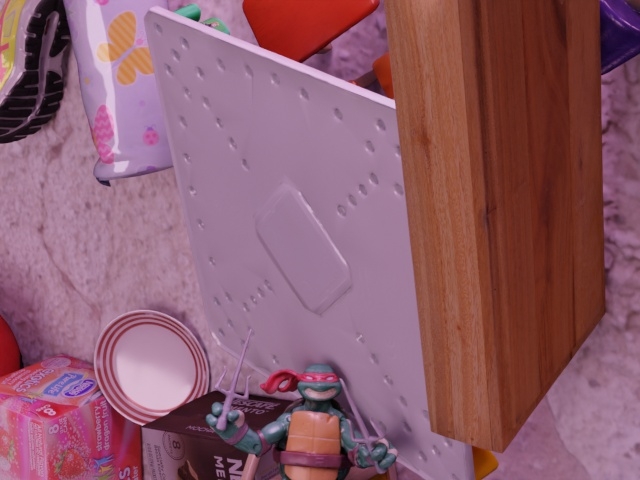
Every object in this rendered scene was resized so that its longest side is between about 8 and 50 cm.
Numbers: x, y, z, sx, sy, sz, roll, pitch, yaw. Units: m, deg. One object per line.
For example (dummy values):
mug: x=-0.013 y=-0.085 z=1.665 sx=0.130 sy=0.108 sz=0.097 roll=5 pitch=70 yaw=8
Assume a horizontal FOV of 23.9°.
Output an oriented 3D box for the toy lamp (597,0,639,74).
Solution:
toy lamp: x=0.278 y=-0.230 z=1.141 sx=0.080 sy=0.080 sz=0.274 roll=52 pitch=132 yaw=16

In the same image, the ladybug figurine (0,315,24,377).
ladybug figurine: x=-0.504 y=0.215 z=1.936 sx=0.305 sy=0.162 sz=0.449 roll=54 pitch=132 yaw=15

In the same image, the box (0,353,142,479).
box: x=-0.312 y=0.308 z=1.803 sx=0.142 sy=0.154 sz=0.300 roll=16 pitch=113 yaw=38

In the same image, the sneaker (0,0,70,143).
sneaker: x=-0.342 y=-0.206 z=1.714 sx=0.094 sy=0.081 sz=0.208 roll=44 pitch=123 yaw=31

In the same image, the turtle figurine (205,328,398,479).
turtle figurine: x=-0.008 y=0.200 z=1.390 sx=0.175 sy=0.118 sz=0.234 roll=0 pitch=86 yaw=19

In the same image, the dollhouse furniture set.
dollhouse furniture set: x=0.023 y=-0.233 z=1.328 sx=0.259 sy=0.135 sz=0.262 roll=-31 pitch=83 yaw=43

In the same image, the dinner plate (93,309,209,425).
dinner plate: x=-0.189 y=0.144 z=1.707 sx=0.141 sy=0.017 sz=0.141 roll=5 pitch=106 yaw=18

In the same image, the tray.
tray: x=0.146 y=-0.059 z=1.156 sx=0.076 sy=0.203 sz=0.411 roll=14 pitch=130 yaw=30

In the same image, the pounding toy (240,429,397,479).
pounding toy: x=-0.012 y=0.274 z=1.483 sx=0.094 sy=0.206 sz=0.181 roll=2 pitch=106 yaw=41

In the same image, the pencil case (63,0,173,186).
pencil case: x=-0.202 y=-0.198 z=1.561 sx=0.124 sy=0.113 sz=0.273 roll=-141 pitch=41 yaw=-75

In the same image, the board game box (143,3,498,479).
board game box: x=0.000 y=0.000 z=1.384 sx=0.390 sy=0.050 sz=0.390 roll=28 pitch=137 yaw=44

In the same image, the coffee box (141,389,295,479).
coffee box: x=-0.072 y=0.323 z=1.615 sx=0.168 sy=0.119 sz=0.297 roll=3 pitch=107 yaw=42
